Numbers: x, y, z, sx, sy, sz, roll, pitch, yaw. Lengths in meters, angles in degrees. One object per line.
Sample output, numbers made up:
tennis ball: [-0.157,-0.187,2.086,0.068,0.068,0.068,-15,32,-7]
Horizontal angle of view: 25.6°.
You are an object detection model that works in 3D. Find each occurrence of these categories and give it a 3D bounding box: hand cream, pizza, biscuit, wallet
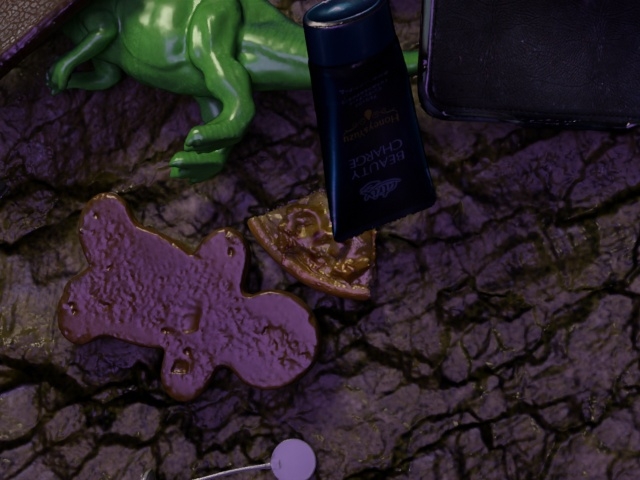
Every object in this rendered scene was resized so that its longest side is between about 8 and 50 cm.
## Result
hand cream: [0.046,-0.120,1.416,0.120,0.270,0.061,-22,41,-11]
pizza: [0.000,0.000,1.515,0.160,0.036,0.099,33,95,11]
biscuit: [-0.140,0.074,1.538,0.301,0.049,0.197,19,97,12]
wallet: [-0.317,-0.256,1.494,0.243,0.039,0.133,-39,61,14]
wallet: [0.257,-0.198,1.424,0.318,0.045,0.172,2,94,-6]

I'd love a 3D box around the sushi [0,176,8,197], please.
sushi: [-0.469,-0.047,1.618,0.201,0.031,0.139,-44,80,8]

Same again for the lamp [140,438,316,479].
lamp: [-0.102,0.254,1.539,0.198,0.056,0.050,-11,85,1]

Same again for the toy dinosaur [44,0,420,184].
toy dinosaur: [-0.090,-0.268,1.524,0.500,0.144,0.374,-23,71,0]
